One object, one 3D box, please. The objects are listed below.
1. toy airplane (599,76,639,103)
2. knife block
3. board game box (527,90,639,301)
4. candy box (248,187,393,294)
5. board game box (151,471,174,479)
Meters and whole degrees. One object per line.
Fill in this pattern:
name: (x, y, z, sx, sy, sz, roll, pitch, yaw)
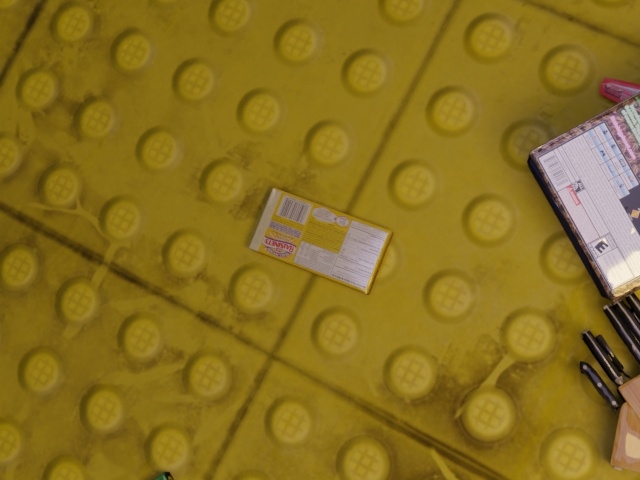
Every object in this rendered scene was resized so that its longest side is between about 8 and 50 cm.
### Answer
toy airplane: (0.473, -0.178, 1.582, 0.151, 0.028, 0.151, -3, 79, 16)
knife block: (0.484, 0.207, 1.478, 0.276, 0.088, 0.242, 12, 84, 17)
board game box: (0.467, -0.085, 1.488, 0.291, 0.141, 0.232, -28, 85, 8)
candy box: (0.000, 0.000, 1.671, 0.206, 0.027, 0.105, 21, 88, 17)
board game box: (-0.309, 0.481, 1.663, 0.260, 0.030, 0.136, -33, 72, 7)
